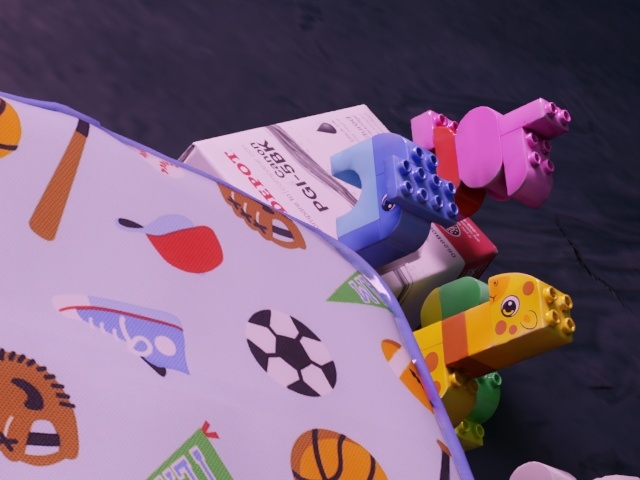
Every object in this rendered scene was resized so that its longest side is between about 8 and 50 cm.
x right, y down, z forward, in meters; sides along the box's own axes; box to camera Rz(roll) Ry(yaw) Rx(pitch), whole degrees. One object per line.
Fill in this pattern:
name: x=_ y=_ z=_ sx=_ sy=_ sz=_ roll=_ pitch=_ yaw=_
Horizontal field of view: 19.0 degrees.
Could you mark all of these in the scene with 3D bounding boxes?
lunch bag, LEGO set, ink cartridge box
lunch bag: x=-0.089 y=0.070 z=0.591 sx=0.303 sy=0.115 sz=0.243 roll=16 pitch=39 yaw=-34
LEGO set: x=0.066 y=0.026 z=0.742 sx=0.087 sy=0.093 sz=0.227 roll=23 pitch=53 yaw=-44
ink cartridge box: x=0.000 y=0.000 z=0.829 sx=0.099 sy=0.056 sz=0.135 roll=48 pitch=31 yaw=15

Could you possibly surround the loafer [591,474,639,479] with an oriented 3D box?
loafer: x=0.062 y=0.201 z=0.477 sx=0.111 sy=0.112 sz=0.319 roll=21 pitch=56 yaw=13
